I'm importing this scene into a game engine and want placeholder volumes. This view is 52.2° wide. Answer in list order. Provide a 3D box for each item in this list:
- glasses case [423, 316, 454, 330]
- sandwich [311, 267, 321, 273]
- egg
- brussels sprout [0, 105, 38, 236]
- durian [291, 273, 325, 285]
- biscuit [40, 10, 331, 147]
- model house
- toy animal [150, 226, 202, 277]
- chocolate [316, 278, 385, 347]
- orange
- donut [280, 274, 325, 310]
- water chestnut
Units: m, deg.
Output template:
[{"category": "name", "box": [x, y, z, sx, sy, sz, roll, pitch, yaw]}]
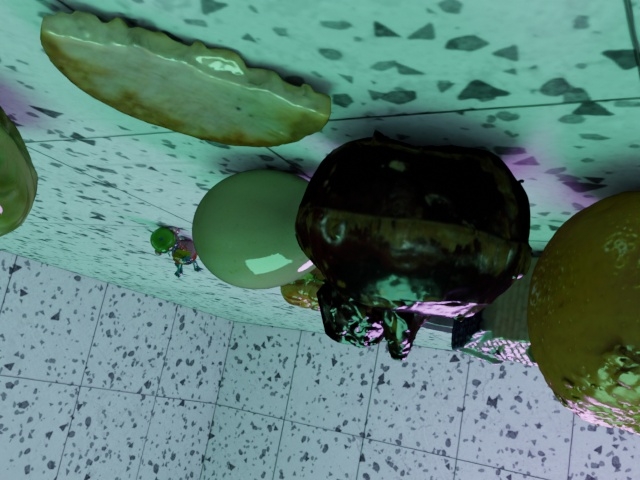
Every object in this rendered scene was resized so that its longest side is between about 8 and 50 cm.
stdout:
[{"category": "glasses case", "box": [0.445, 0.246, 1.963, 0.322, 0.074, 0.131, 9, 168, 9]}, {"category": "sandwich", "box": [-0.046, 0.001, 1.255, 0.186, 0.108, 0.220, 4, 168, 28]}, {"category": "egg", "box": [-0.086, -0.018, 1.023, 0.253, 0.189, 0.188, -3, 162, 33]}, {"category": "brussels sprout", "box": [-0.568, -0.113, 0.923, 0.327, 0.247, 0.328, -4, 160, -1]}, {"category": "durian", "box": [-0.037, 0.054, 1.484, 0.086, 0.100, 0.215, 13, 174, -25]}, {"category": "biscuit", "box": [-0.152, -0.171, 0.754, 0.308, 0.040, 0.204, 15, 166, -13]}, {"category": "model house", "box": [0.403, 0.161, 1.287, 0.284, 0.244, 0.298, 5, 157, 34]}, {"category": "toy animal", "box": [-0.361, 0.036, 1.678, 0.103, 0.100, 0.208, 47, 165, 22]}, {"category": "chocolate", "box": [0.092, 0.103, 1.474, 0.206, 0.224, 0.177, -13, 141, -1]}, {"category": "orange", "box": [0.428, 0.081, 0.809, 0.340, 0.294, 0.341, 4, 150, 2]}, {"category": "donut", "box": [0.006, 0.122, 1.710, 0.226, 0.114, 0.226, 11, 167, 3]}, {"category": "water chestnut", "box": [0.112, 0.013, 0.815, 0.299, 0.300, 0.300, 10, 167, 2]}]
